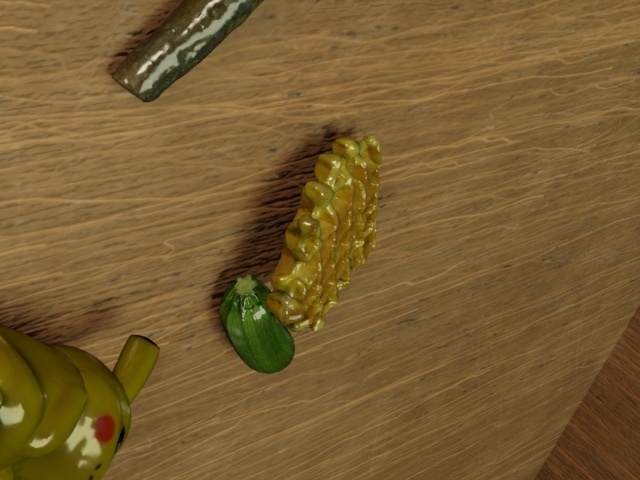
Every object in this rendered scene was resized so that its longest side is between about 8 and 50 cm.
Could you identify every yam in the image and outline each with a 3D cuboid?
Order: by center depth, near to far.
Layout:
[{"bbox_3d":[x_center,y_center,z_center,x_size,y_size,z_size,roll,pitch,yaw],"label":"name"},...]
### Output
[{"bbox_3d":[-0.080,-0.232,1.148,0.274,0.061,0.061,-47,153,-4],"label":"yam"}]

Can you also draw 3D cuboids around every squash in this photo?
[{"bbox_3d":[-0.080,0.110,1.565,0.077,0.068,0.219,-35,151,-12],"label":"squash"}]

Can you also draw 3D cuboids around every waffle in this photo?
[{"bbox_3d":[0.001,0.000,1.490,0.219,0.057,0.229,-56,159,-34],"label":"waffle"}]

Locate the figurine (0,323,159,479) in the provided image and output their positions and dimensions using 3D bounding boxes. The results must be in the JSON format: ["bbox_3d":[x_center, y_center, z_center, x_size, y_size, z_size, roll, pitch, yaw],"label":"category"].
[{"bbox_3d":[-0.300,0.172,1.218,0.218,0.169,0.327,-38,152,11],"label":"figurine"}]
